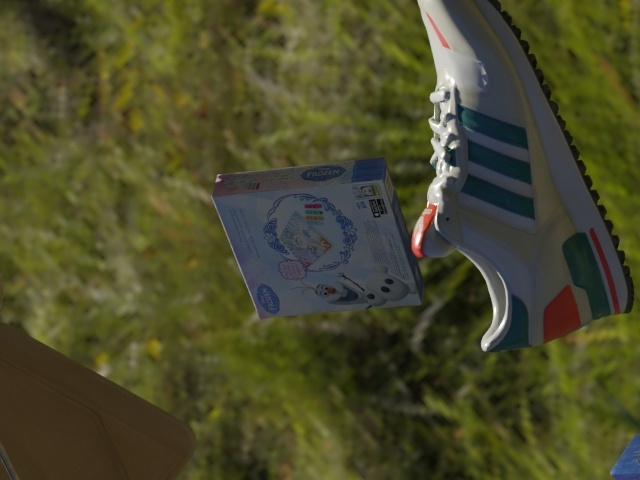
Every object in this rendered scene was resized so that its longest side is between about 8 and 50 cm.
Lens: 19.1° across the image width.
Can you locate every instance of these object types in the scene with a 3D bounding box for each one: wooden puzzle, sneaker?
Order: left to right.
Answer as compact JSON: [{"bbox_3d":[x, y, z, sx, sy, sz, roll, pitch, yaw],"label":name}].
[{"bbox_3d":[-0.240,0.178,1.573,0.221,0.044,0.239,28,-151,6],"label":"wooden puzzle"},{"bbox_3d":[0.064,-0.029,0.773,0.161,0.075,0.057,64,180,-4],"label":"sneaker"}]

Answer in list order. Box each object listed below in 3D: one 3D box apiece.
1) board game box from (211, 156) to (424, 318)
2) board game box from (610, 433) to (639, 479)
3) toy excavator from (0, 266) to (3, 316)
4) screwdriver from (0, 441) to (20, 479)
[{"bbox_3d":[0.000,0.000,0.976,0.020,0.090,0.090,-80,-22,-46],"label":"board game box"},{"bbox_3d":[0.272,0.159,1.042,0.136,0.035,0.201,50,149,-18],"label":"board game box"},{"bbox_3d":[-0.315,0.189,1.047,0.222,0.445,0.433,17,173,8],"label":"toy excavator"},{"bbox_3d":[-0.164,0.154,1.092,0.025,0.024,0.170,3,125,31],"label":"screwdriver"}]
